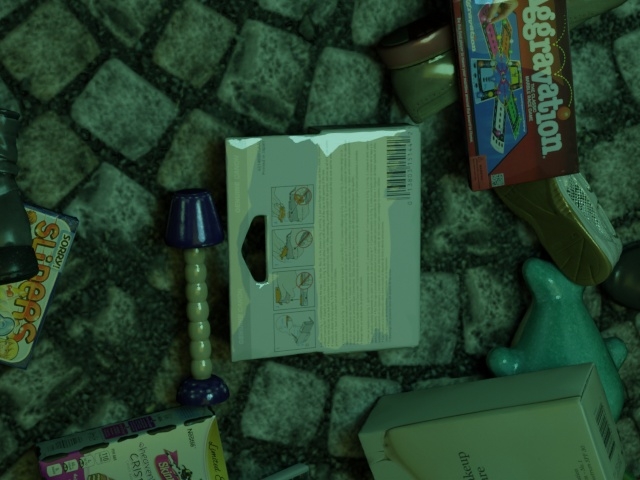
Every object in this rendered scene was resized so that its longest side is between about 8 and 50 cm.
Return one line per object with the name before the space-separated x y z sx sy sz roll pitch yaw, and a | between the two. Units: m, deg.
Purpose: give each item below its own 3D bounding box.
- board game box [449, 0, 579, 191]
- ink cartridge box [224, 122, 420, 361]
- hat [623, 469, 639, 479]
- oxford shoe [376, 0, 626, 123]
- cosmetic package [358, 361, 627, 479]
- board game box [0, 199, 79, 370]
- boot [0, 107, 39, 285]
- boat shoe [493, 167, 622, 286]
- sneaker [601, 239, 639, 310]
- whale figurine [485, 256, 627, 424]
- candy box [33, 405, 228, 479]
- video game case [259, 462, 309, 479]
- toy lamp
board game box | 0.244 -0.208 1.760 0.145 0.027 0.281 -11 110 -5
ink cartridge box | 0.000 0.000 1.824 0.261 0.066 0.296 -3 102 -15
hat | 0.382 0.371 1.999 0.208 0.183 0.173 24 100 2
oxford shoe | 0.251 -0.260 1.822 0.348 0.123 0.130 -20 109 0
cosmetic package | 0.225 0.272 1.833 0.309 0.113 0.160 -14 107 26
board game box | -0.397 0.046 1.737 0.136 0.035 0.201 18 95 -18
boot | -0.505 -0.037 1.660 0.338 0.118 0.223 -11 87 -3
boat shoe | 0.311 -0.071 1.891 0.277 0.098 0.096 57 44 -6
sneaker | 0.531 0.071 1.957 0.286 0.130 0.109 9 101 -16
whale figurine | 0.334 0.158 1.910 0.216 0.141 0.272 -1 96 -19
candy box | -0.238 0.316 1.818 0.233 0.071 0.159 -14 105 -14
video game case | -0.086 0.402 1.852 0.190 0.022 0.173 -15 112 -45
toy lamp | -0.156 0.071 1.790 0.080 0.080 0.275 -7 105 -14
